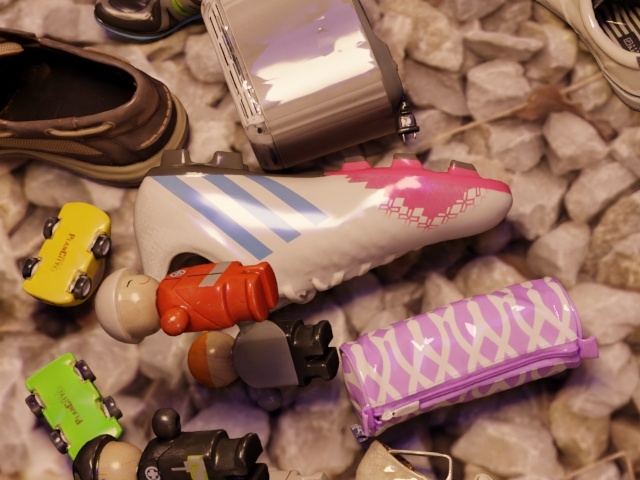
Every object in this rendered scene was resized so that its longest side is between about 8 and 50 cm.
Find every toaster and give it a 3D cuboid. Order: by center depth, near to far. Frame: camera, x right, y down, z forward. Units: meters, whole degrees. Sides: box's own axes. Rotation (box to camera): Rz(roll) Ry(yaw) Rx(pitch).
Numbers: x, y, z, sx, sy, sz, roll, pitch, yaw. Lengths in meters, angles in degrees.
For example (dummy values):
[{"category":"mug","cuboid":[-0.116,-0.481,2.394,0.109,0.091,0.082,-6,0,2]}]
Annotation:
[{"category":"toaster","cuboid":[-0.014,-0.162,1.273,0.146,0.129,0.227,-21,72,1]}]

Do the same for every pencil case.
[{"category":"pencil case","cuboid":[0.115,0.096,1.142,0.206,0.086,0.088,-20,25,-6]}]

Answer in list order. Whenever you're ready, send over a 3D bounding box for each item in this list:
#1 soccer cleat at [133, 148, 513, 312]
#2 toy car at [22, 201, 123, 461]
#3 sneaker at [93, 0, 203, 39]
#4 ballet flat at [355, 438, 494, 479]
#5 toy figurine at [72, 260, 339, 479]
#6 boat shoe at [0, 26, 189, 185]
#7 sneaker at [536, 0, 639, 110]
[{"category":"soccer cleat","cuboid":[0.000,0.000,1.213,0.331,0.116,0.143,1,83,8]},{"category":"toy car","cuboid":[-0.243,0.106,1.210,0.239,0.053,0.225,-34,65,-9]},{"category":"sneaker","cuboid":[-0.131,-0.247,1.358,0.188,0.078,0.067,-9,62,3]},{"category":"ballet flat","cuboid":[0.109,0.202,1.110,0.168,0.057,0.052,17,80,15]},{"category":"toy figurine","cuboid":[-0.086,0.132,1.091,0.148,0.209,0.213,-7,67,20]},{"category":"boat shoe","cuboid":[-0.300,-0.148,1.301,0.355,0.130,0.132,6,64,11]},{"category":"sneaker","cuboid":[0.260,-0.241,1.295,0.094,0.091,0.258,-29,64,-7]}]
